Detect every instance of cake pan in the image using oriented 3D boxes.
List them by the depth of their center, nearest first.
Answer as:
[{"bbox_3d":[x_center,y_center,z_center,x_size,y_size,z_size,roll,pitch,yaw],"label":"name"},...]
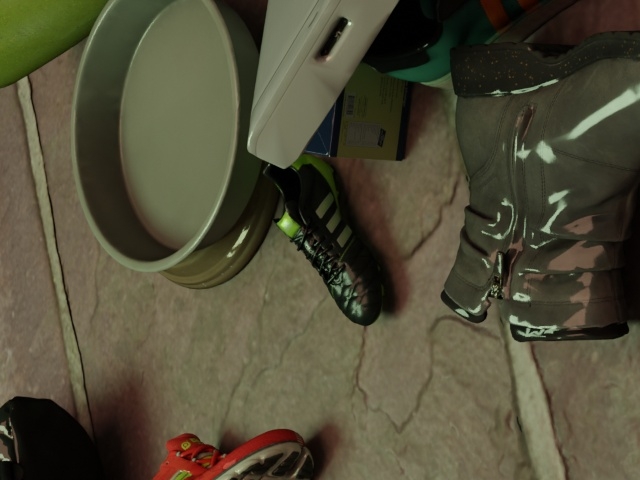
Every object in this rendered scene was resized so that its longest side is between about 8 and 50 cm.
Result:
[{"bbox_3d":[-0.147,-0.115,1.526,0.293,0.054,0.293,-2,88,51],"label":"cake pan"}]

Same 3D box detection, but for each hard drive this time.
[{"bbox_3d":[0.021,-0.245,1.251,0.233,0.047,0.353,-56,17,33],"label":"hard drive"}]

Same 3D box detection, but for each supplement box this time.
[{"bbox_3d":[0.027,-0.113,1.350,0.056,0.083,0.083,15,101,50],"label":"supplement box"}]

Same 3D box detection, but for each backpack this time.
[{"bbox_3d":[-0.377,0.350,1.731,0.355,0.273,0.290,-22,73,26],"label":"backpack"}]

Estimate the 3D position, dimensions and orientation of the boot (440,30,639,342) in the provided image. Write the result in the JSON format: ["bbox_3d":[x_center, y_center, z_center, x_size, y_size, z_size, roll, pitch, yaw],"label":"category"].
[{"bbox_3d":[0.212,-0.034,1.118,0.338,0.118,0.223,5,96,62],"label":"boot"}]

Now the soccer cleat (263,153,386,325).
[{"bbox_3d":[0.000,0.000,1.389,0.060,0.072,0.179,-49,54,38],"label":"soccer cleat"}]

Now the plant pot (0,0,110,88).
[{"bbox_3d":[-0.275,-0.326,1.621,0.293,0.274,0.275,-15,77,33],"label":"plant pot"}]

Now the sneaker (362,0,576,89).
[{"bbox_3d":[0.131,-0.220,1.196,0.302,0.121,0.108,-46,55,39],"label":"sneaker"}]

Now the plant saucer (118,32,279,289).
[{"bbox_3d":[-0.135,-0.089,1.585,0.278,0.041,0.278,-1,89,50],"label":"plant saucer"}]

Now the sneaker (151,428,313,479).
[{"bbox_3d":[-0.114,0.233,1.504,0.279,0.107,0.118,-39,50,40],"label":"sneaker"}]
